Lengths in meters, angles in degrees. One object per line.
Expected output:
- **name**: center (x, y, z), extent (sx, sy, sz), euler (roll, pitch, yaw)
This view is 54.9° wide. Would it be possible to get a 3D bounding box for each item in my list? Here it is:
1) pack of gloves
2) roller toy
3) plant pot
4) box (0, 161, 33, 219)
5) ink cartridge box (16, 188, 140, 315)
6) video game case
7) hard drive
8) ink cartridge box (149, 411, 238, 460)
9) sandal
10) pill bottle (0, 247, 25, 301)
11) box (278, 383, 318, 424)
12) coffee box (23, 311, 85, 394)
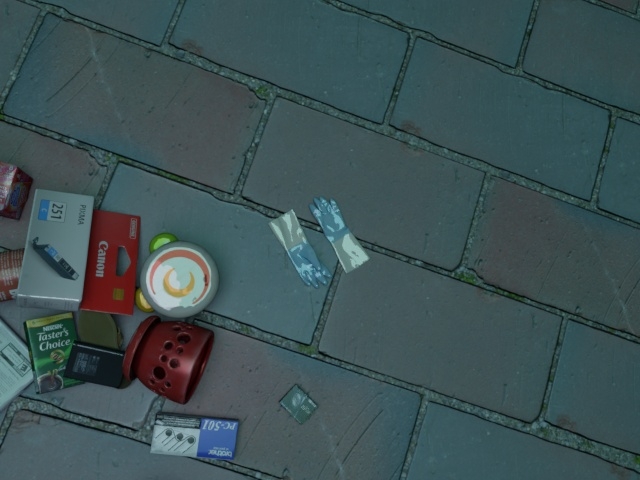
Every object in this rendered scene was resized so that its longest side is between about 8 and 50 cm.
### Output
- **pack of gloves**: center (0.000, 0.000, 1.682), extent (0.195, 0.046, 0.232), euler (-31, 86, -11)
- **roller toy**: center (-0.356, 0.098, 1.561), extent (0.191, 0.146, 0.209), euler (17, 86, -13)
- **plant pot**: center (-0.373, 0.283, 1.512), extent (0.174, 0.191, 0.191), euler (21, 78, 4)
- **box**: center (-0.878, -0.147, 1.535), extent (0.257, 0.128, 0.122), euler (14, 79, -5)
- **ink cartridge box**: center (-0.575, 0.028, 1.500), extent (0.261, 0.066, 0.296), euler (8, 57, -23)
- **video game case**: center (-0.896, 0.301, 1.505), extent (0.300, 0.036, 0.329), euler (-44, 90, -13)
- **hard drive**: center (-0.546, 0.303, 1.504), extent (0.135, 0.022, 0.094), euler (17, 99, -16)
- **ink cartridge box**: center (-0.316, 0.491, 1.552), extent (0.207, 0.046, 0.097), euler (8, 81, -7)
- **sandal**: center (-0.537, 0.256, 1.550), extent (0.088, 0.079, 0.239), euler (-20, 107, -8)
- **pill bottle**: center (-0.728, 0.079, 1.516), extent (0.216, 0.121, 0.121), euler (-11, 82, -18)
- **box**: center (-0.058, 0.429, 1.614), extent (0.067, 0.018, 0.083), euler (-44, 89, -12)
- **coffee box**: center (-0.656, 0.276, 1.520), extent (0.113, 0.040, 0.184), euler (-8, 80, -35)
